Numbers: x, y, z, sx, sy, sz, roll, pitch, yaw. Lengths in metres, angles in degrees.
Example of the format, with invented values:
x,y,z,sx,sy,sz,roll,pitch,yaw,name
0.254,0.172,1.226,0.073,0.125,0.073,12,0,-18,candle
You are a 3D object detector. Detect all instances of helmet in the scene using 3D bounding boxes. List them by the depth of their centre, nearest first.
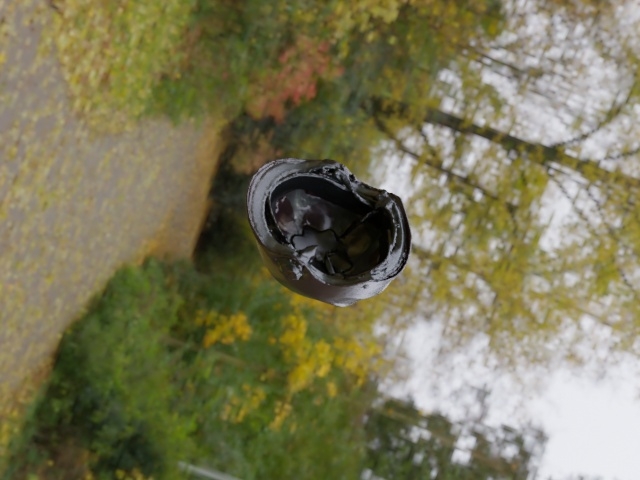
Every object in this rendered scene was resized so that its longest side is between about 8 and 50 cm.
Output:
x,y,z,sx,sy,sz,roll,pitch,yaw,name
0.000,0.000,0.814,0.070,0.123,0.098,115,-4,-55,helmet
